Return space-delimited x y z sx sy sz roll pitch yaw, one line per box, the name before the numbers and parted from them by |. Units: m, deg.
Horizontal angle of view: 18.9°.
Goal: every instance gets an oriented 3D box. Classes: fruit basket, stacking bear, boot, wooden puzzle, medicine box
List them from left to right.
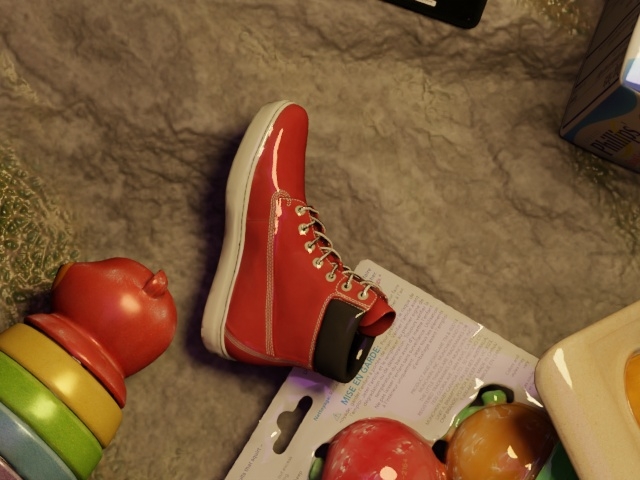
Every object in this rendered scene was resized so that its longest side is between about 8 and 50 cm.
stacking bear | -0.246 0.132 1.708 0.164 0.175 0.289 41 75 3
boot | 0.000 0.000 1.734 0.176 0.088 0.244 9 89 29
fruit basket | 0.104 0.240 1.739 0.353 0.165 0.327 29 81 15
medicine box | 0.351 -0.218 1.732 0.149 0.263 0.289 21 82 -1
wooden puzzle | 0.370 0.189 1.690 0.348 0.080 0.322 -21 84 -47

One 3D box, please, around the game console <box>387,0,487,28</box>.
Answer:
game console | 0.111 -0.277 1.849 0.122 0.071 0.107 19 112 -1
